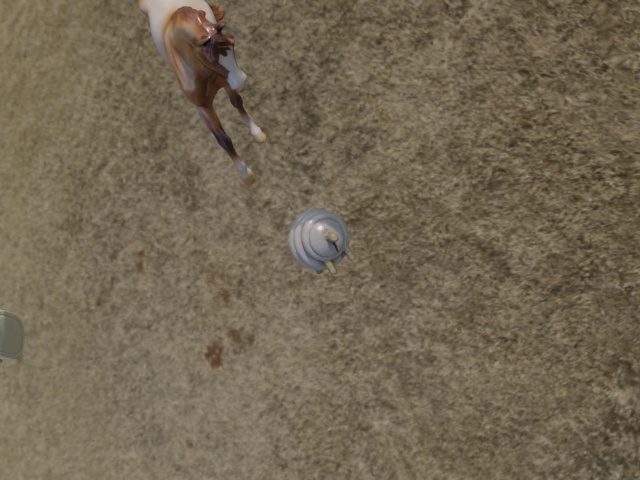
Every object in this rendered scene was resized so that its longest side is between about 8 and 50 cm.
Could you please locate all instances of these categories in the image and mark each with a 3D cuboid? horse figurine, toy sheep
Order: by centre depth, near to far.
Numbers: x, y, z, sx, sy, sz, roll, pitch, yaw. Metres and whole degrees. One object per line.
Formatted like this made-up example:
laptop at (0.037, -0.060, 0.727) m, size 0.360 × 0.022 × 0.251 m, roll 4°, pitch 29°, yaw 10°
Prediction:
horse figurine at (-0.109, -0.174, 0.586) m, size 0.066 × 0.174 × 0.263 m, roll -26°, pitch 50°, yaw 2°
toy sheep at (0.000, 0.000, 0.862) m, size 0.132 × 0.091 × 0.091 m, roll 168°, pitch 95°, yaw -67°

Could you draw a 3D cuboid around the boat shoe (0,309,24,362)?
boat shoe at (-0.588, 0.132, 1.031) m, size 0.305 × 0.091 × 0.109 m, roll 79°, pitch -174°, yaw -66°
